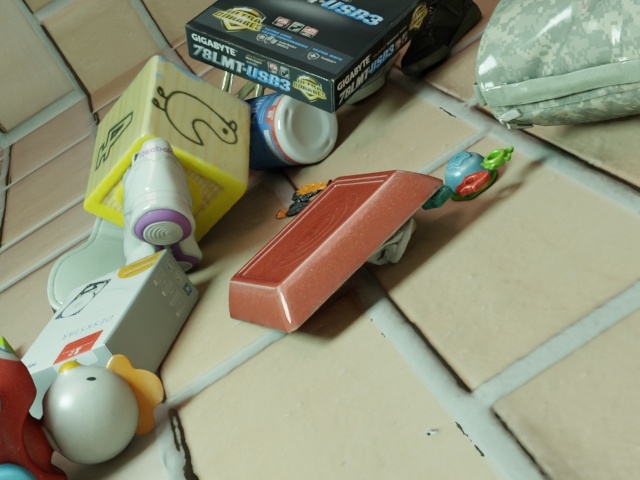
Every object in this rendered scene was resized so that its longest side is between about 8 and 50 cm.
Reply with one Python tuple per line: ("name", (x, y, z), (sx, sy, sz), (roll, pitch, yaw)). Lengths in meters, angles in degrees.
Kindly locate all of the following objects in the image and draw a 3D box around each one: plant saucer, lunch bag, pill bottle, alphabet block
("plant saucer", (0.000, 0.000, 1.435), (0.258, 0.048, 0.259), (-44, 15, -14))
("lunch bag", (0.349, -0.248, 1.351), (0.256, 0.213, 0.305), (-44, 23, -30))
("pill bottle", (-0.084, -0.179, 1.928), (0.221, 0.124, 0.124), (-4, 34, 51))
("alphabet block", (-0.234, -0.131, 1.810), (0.193, 0.192, 0.197), (-46, 31, 35))

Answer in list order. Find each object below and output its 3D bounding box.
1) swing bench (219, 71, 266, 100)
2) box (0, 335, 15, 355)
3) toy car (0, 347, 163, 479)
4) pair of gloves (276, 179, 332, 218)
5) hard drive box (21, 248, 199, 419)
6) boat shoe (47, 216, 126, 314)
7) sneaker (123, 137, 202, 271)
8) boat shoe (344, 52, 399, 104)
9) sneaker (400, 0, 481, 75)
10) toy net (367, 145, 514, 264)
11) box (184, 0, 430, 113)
("swing bench", (-0.113, -0.303, 2.170), (0.255, 0.165, 0.253), (-59, 24, 1))
("box", (-0.509, 0.214, 1.762), (0.109, 0.042, 0.178), (-36, 20, -8))
("toy car", (-0.302, 0.191, 1.336), (0.238, 0.210, 0.219), (-24, 7, -13))
("pair of gloves", (-0.025, -0.063, 1.745), (0.074, 0.010, 0.083), (-15, 28, 38))
("hard drive box", (-0.289, 0.132, 1.573), (0.181, 0.089, 0.232), (-22, 23, 25))
("boat shoe", (-0.345, 0.046, 1.845), (0.114, 0.091, 0.302), (20, 36, 6))
("sneaker", (-0.229, -0.042, 1.691), (0.114, 0.152, 0.305), (-4, -20, -13))
("boat shoe", (0.075, -0.317, 2.069), (0.079, 0.081, 0.227), (-20, 24, 30))
("sneaker", (0.183, -0.380, 1.998), (0.087, 0.130, 0.227), (-8, 34, 49))
("toy net", (0.138, -0.033, 1.410), (0.232, 0.045, 0.122), (-42, 24, -19))
("box", (-0.018, -0.352, 1.901), (0.295, 0.073, 0.293), (24, 51, 26))
